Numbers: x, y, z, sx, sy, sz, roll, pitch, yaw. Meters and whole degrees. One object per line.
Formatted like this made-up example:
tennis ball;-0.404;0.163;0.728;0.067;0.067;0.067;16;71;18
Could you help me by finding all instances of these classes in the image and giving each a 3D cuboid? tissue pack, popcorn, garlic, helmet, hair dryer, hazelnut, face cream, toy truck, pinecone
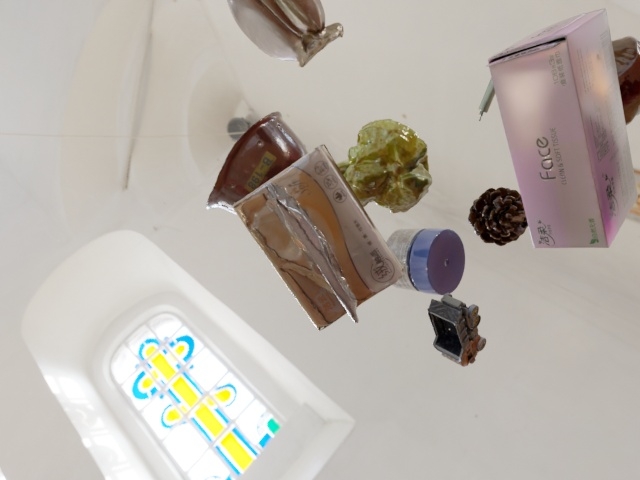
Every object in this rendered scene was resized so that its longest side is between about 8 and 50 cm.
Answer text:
tissue pack;0.000;0.000;0.939;0.238;0.238;0.306;-38;-79;-27
popcorn;0.176;-0.193;1.345;0.277;0.276;0.225;-64;1;5
garlic;-0.107;-0.575;1.208;0.325;0.279;0.132;43;-117;-12
helmet;-0.160;-0.189;1.542;0.385;0.230;0.337;-54;-3;5
hair dryer;0.307;-0.274;0.866;0.063;0.037;0.125;-71;1;-73
hazelnut;0.641;-0.348;1.077;0.160;0.170;0.202;13;-61;-52
face cream;0.388;0.073;1.845;0.248;0.225;0.249;-5;-83;-42
toy truck;0.303;0.200;1.087;0.092;0.083;0.192;-45;-48;-22
pinecone;0.479;-0.064;1.292;0.173;0.173;0.174;-29;-46;-35
tissue pack;0.298;-0.129;0.587;0.148;0.092;0.247;-36;-67;-38
